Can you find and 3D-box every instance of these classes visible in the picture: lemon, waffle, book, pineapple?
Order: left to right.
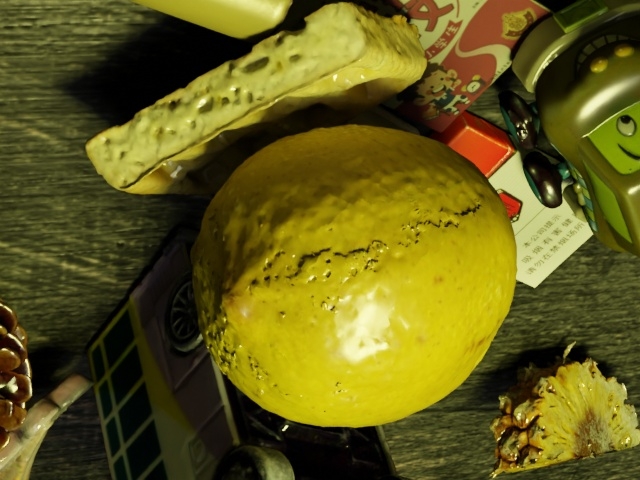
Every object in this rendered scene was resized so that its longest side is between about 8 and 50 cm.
[{"bbox_3d":[-0.047,-0.113,1.377,0.274,0.057,0.168,-27,169,18],"label":"waffle"},{"bbox_3d":[0.035,0.027,1.382,0.310,0.258,0.258,-15,142,-34],"label":"lemon"},{"bbox_3d":[0.082,-0.191,1.441,0.232,0.022,0.162,23,123,-40],"label":"book"},{"bbox_3d":[0.271,0.188,1.852,0.079,0.135,0.233,-18,171,42],"label":"pineapple"}]

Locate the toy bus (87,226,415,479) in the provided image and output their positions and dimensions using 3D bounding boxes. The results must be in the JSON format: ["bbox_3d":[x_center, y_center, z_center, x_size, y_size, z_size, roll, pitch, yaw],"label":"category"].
[{"bbox_3d":[-0.064,0.232,1.522,0.209,0.440,0.249,17,129,-36],"label":"toy bus"}]

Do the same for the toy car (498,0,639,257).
[{"bbox_3d":[0.295,-0.086,1.476,0.204,0.198,0.248,-28,131,2],"label":"toy car"}]

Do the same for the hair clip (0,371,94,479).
[{"bbox_3d":[-0.308,0.220,1.629,0.146,0.075,0.257,-38,166,-47],"label":"hair clip"}]

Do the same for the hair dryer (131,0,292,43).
[{"bbox_3d":[-0.049,-0.289,1.247,0.135,0.090,0.279,16,121,-32],"label":"hair dryer"}]

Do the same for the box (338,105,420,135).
[{"bbox_3d":[0.035,-0.078,1.512,0.122,0.062,0.089,26,121,-39],"label":"box"}]

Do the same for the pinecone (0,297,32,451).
[{"bbox_3d":[-0.355,0.125,1.476,0.207,0.208,0.208,-12,138,-11],"label":"pinecone"}]

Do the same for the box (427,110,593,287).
[{"bbox_3d":[0.180,-0.038,1.636,0.245,0.035,0.139,24,123,-40],"label":"box"}]
